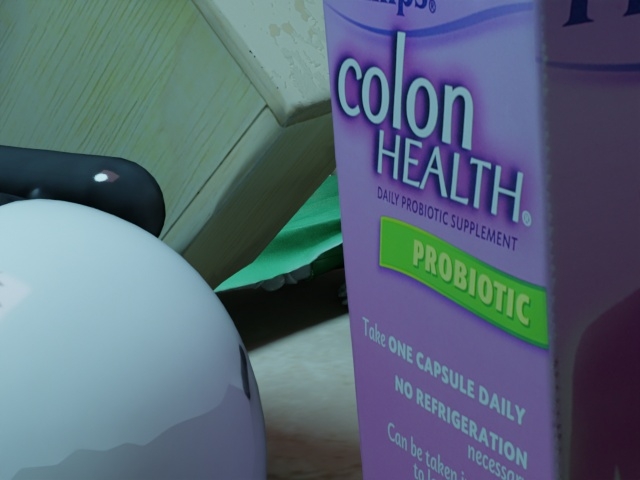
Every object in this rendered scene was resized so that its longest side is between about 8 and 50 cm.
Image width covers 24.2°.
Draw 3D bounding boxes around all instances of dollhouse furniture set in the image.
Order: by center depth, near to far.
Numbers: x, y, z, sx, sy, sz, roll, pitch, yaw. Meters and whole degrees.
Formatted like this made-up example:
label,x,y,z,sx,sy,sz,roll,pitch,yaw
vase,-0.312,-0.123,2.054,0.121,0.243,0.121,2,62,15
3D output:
label,x,y,z,sx,sy,sz,roll,pitch,yaw
dollhouse furniture set,0.012,-0.084,0.737,0.394,0.362,0.256,-23,-18,-46

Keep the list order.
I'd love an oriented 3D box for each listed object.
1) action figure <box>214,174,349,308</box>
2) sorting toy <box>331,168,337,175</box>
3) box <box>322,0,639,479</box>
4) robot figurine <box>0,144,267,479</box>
label,x,y,z,sx,sy,sz,roll,pitch,yaw
action figure,0.000,0.000,0.867,0.232,0.063,0.137,-18,18,-27
sorting toy,0.078,-0.116,1.058,0.047,0.196,0.348,20,7,-21
box,0.127,0.013,0.449,0.214,0.243,0.117,-12,17,-24
robot figurine,-0.150,0.068,0.491,0.278,0.209,0.173,3,1,30
